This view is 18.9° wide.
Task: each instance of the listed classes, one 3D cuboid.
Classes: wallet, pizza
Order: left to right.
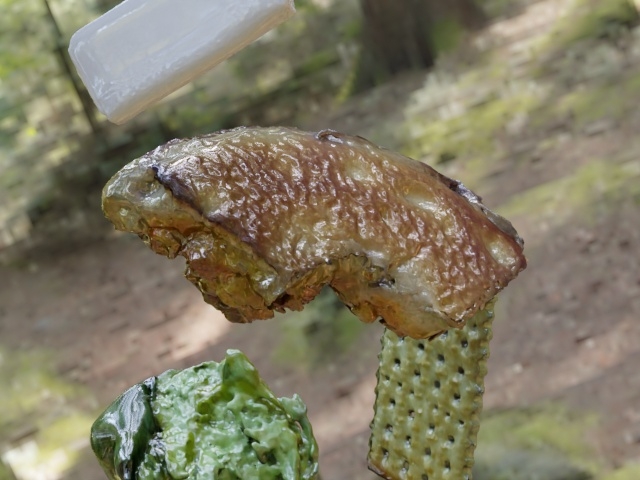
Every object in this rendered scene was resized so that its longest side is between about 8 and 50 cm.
[{"bbox_3d":[-0.112,-0.176,1.565,0.190,0.095,0.033,-34,-22,5],"label":"wallet"},{"bbox_3d":[0.000,0.000,1.239,0.085,0.305,0.161,-51,40,40],"label":"pizza"}]

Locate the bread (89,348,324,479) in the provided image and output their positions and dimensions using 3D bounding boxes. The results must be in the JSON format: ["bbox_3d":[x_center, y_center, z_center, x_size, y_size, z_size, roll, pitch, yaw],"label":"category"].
[{"bbox_3d":[-0.095,0.280,2.002,0.208,0.376,0.251,-24,57,-9],"label":"bread"}]

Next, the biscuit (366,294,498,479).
[{"bbox_3d":[0.085,0.086,1.452,0.016,0.231,0.139,-2,16,-32],"label":"biscuit"}]
